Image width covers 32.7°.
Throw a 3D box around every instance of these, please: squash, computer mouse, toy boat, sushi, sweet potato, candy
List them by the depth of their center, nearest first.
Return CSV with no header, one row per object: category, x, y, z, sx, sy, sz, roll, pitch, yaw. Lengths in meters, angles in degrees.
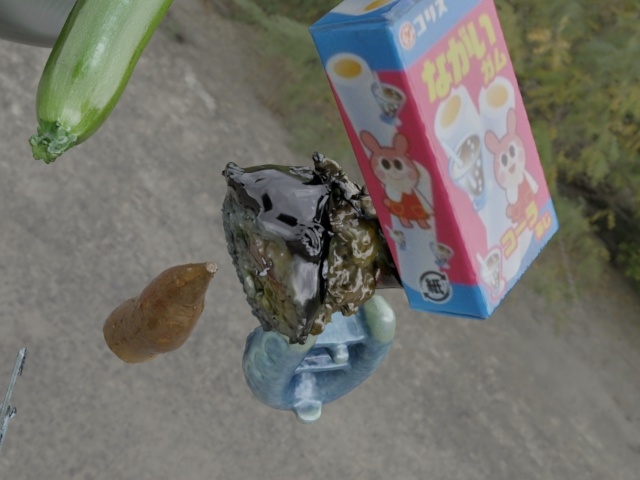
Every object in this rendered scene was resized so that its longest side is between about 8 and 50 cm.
candy,0.112,-0.095,0.996,0.157,0.100,0.306,-45,126,-36
sushi,0.005,-0.002,1.307,0.238,0.218,0.225,-123,-158,-53
squash,-0.270,-0.265,1.389,0.107,0.107,0.395,35,59,-22
computer mouse,-0.451,-0.346,1.606,0.330,0.197,0.095,4,70,-41
toy boat,-0.004,0.192,1.658,0.215,0.330,0.123,-4,66,-25
sweet potato,-0.271,0.127,1.955,0.131,0.336,0.131,16,60,-30

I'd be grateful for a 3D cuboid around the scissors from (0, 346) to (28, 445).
scissors,-0.468,0.265,1.613,0.029,0.360,0.191,19,43,-14
